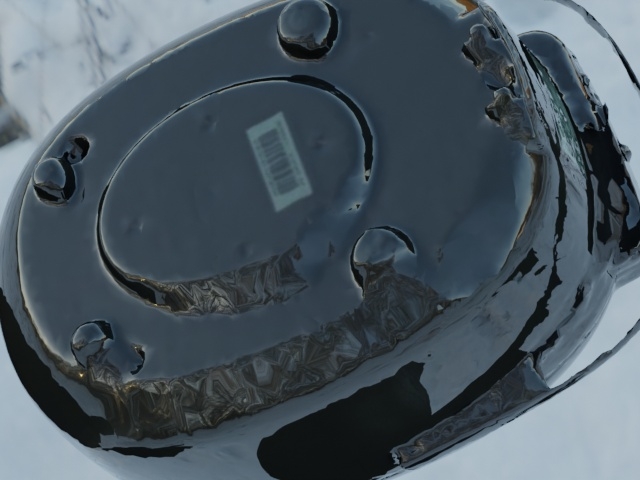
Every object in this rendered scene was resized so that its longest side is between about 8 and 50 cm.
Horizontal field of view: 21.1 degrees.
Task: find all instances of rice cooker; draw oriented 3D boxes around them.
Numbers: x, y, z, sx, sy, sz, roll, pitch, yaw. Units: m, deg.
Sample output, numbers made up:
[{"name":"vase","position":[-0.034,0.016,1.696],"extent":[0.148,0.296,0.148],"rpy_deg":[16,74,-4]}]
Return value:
[{"name":"rice cooker","position":[0.001,0.000,0.507],"extent":[0.203,0.118,0.142],"rpy_deg":[-26,64,12]}]
